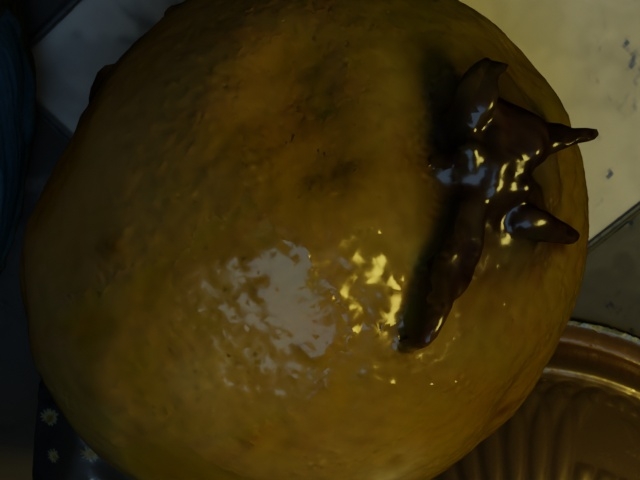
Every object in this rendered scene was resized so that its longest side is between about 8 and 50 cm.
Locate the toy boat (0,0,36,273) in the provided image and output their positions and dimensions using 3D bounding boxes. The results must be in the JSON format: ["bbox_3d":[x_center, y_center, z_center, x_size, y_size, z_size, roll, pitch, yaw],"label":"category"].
[{"bbox_3d":[-0.169,-0.038,0.856,0.075,0.077,0.185,15,127,-4],"label":"toy boat"}]

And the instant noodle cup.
[{"bbox_3d":[0.098,0.172,0.925,0.274,0.091,0.274,2,118,4],"label":"instant noodle cup"}]

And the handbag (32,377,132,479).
[{"bbox_3d":[-0.087,0.057,0.891,0.115,0.072,0.139,-5,112,9],"label":"handbag"}]

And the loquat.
[{"bbox_3d":[0.000,0.000,0.765,0.244,0.244,0.244,2,118,4],"label":"loquat"}]
